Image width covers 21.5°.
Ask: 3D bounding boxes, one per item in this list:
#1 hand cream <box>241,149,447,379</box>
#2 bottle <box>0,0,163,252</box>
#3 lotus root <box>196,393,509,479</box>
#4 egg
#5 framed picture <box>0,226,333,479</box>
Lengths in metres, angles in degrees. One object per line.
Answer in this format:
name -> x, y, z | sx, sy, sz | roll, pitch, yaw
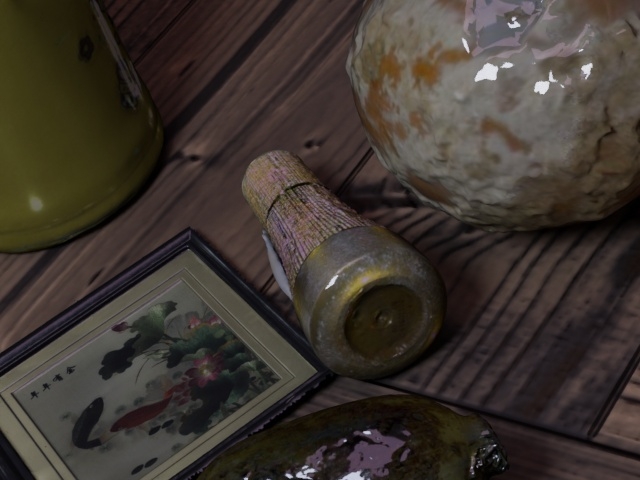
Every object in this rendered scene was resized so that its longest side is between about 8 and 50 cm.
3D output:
hand cream -> 0.000, 0.000, 1.018 | 0.084, 0.084, 0.203 | -29, 35, -7
bottle -> -0.238, -0.171, 1.102 | 0.171, 0.351, 0.171 | -13, 40, 11
lotus root -> 0.008, 0.127, 0.866 | 0.179, 0.080, 0.089 | -16, 40, 11
egg -> 0.116, -0.101, 0.984 | 0.195, 0.195, 0.233 | -38, 29, -18
framed picture -> -0.114, 0.087, 1.023 | 0.195, 0.010, 0.199 | -34, 41, -13
